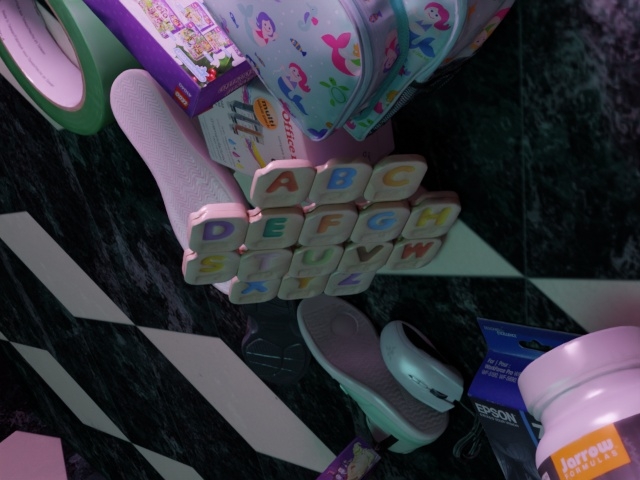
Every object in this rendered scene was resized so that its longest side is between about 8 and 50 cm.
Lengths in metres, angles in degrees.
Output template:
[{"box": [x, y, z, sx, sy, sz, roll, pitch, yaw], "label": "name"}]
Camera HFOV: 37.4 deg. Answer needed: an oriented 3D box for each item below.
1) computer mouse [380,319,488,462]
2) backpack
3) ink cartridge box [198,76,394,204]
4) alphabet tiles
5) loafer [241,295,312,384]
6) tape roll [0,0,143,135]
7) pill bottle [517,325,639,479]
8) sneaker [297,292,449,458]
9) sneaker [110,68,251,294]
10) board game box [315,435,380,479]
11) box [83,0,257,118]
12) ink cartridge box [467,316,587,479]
[{"box": [0.140, 0.182, 1.185, 0.193, 0.042, 0.106, 42, 127, 17], "label": "computer mouse"}, {"box": [0.033, -0.219, 0.776, 0.225, 0.191, 0.253, 52, 146, 0], "label": "backpack"}, {"box": [-0.031, -0.141, 1.000, 0.176, 0.127, 0.128, 24, 141, 38], "label": "ink cartridge box"}, {"box": [0.000, 0.000, 0.995, 0.278, 0.284, 0.021, 111, 151, -57], "label": "alphabet tiles"}, {"box": [-0.059, 0.105, 1.385, 0.109, 0.095, 0.303, 10, 144, 9], "label": "loafer"}, {"box": [-0.387, -0.310, 1.371, 0.321, 0.077, 0.321, 36, 148, 27], "label": "tape roll"}, {"box": [0.288, 0.228, 0.839, 0.162, 0.162, 0.279, 107, 149, -56], "label": "pill bottle"}, {"box": [0.052, 0.193, 1.297, 0.256, 0.094, 0.151, 45, 153, 13], "label": "sneaker"}, {"box": [-0.119, -0.084, 1.155, 0.108, 0.169, 0.293, -29, 87, 31], "label": "sneaker"}, {"box": [-0.003, 0.392, 1.387, 0.056, 0.208, 0.347, 48, 168, 15], "label": "board game box"}, {"box": [-0.143, -0.281, 0.926, 0.293, 0.201, 0.057, 48, 150, 7], "label": "box"}, {"box": [0.274, 0.245, 1.073, 0.165, 0.065, 0.333, 5, 126, 54], "label": "ink cartridge box"}]
